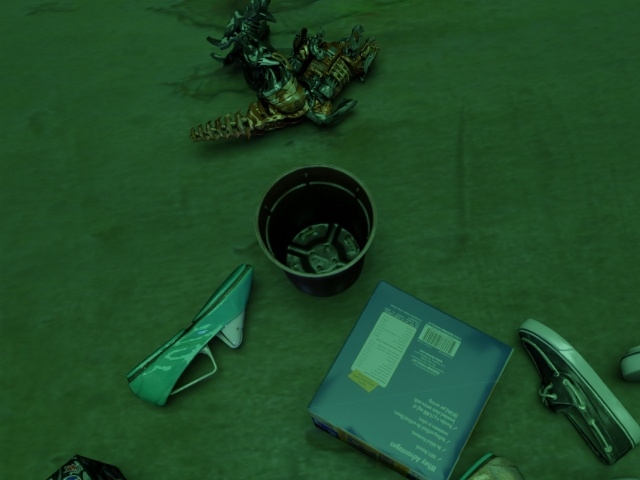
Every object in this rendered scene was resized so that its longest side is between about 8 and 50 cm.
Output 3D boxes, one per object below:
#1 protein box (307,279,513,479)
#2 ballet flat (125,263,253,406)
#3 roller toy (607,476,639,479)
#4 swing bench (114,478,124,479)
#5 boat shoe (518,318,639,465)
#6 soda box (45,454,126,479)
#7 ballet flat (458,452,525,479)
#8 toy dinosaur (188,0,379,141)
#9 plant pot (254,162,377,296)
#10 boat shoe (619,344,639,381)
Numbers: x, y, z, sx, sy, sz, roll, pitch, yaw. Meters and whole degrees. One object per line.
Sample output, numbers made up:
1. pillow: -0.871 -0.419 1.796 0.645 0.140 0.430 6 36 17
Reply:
1. protein box: 0.119 0.200 1.076 0.200 0.136 0.201 27 73 13
2. ballet flat: -0.168 0.145 1.161 0.247 0.083 0.087 -45 96 -12
3. roller toy: 0.382 0.389 0.946 0.210 0.146 0.191 6 43 -2
4. swing bench: -0.165 0.434 0.946 0.165 0.253 0.254 6 69 7
5. boat shoe: 0.340 0.205 1.089 0.070 0.077 0.219 -37 72 -11
6. soda box: -0.299 0.326 1.042 0.060 0.169 0.053 -39 72 -10
7. ballet flat: 0.149 0.402 1.005 0.316 0.107 0.106 -40 56 -10
8. toy dinosaur: -0.064 -0.263 1.272 0.322 0.164 0.218 -33 86 -31
9. plant pot: 0.000 0.000 1.148 0.167 0.165 0.166 -2 68 4
10. boat shoe: 0.533 0.129 1.096 0.268 0.096 0.088 -13 64 -2
